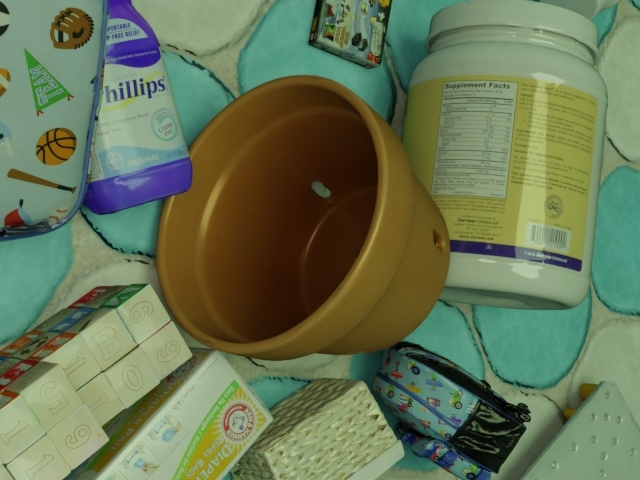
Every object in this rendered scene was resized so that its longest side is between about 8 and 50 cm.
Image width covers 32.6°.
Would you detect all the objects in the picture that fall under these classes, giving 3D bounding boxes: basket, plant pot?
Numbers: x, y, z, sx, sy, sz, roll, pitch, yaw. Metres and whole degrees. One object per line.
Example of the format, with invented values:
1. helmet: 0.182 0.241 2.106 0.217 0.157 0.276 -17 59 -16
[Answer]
1. basket: -0.012 0.233 1.211 0.167 0.113 0.103 -31 103 -32
2. plant pot: 0.000 0.000 1.149 0.203 0.291 0.290 28 72 -49

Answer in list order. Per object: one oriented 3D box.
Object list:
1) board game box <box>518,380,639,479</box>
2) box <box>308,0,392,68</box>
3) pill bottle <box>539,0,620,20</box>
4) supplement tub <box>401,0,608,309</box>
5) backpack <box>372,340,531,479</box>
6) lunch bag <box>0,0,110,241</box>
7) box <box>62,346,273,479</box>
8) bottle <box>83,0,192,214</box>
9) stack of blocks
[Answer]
1. board game box: 0.356 0.457 1.492 0.390 0.050 0.390 -41 111 -28
2. box: 0.041 -0.287 1.320 0.094 0.027 0.137 17 79 -31
3. pill bottle: 0.395 -0.393 1.513 0.208 0.119 0.119 -44 112 -28
4. supplement tub: 0.212 -0.094 1.301 0.241 0.241 0.331 13 80 -34
5. backpack: 0.136 0.196 1.294 0.173 0.158 0.116 32 88 -15
6. lunch bag: -0.318 -0.124 0.949 0.243 0.115 0.303 -9 125 -37
7. box: -0.165 0.211 1.105 0.203 0.114 0.103 -47 114 -28
8. bottle: -0.216 -0.172 1.098 0.118 0.092 0.282 -19 99 -35
9. stack of blocks: -0.266 0.155 1.003 0.297 0.171 0.087 -37 109 -30
